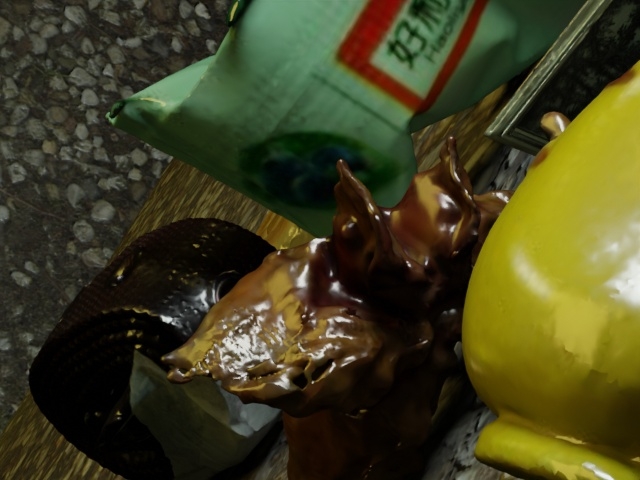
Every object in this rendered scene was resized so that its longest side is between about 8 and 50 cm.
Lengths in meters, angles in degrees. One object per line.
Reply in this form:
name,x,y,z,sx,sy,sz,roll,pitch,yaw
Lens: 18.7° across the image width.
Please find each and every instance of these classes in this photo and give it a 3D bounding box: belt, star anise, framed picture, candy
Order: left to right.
belt,-0.124,0.103,1.552,0.164,0.184,0.289,-52,6,-33
candy,0.063,-0.174,1.367,0.398,0.263,0.172,-55,17,5
star anise,0.051,0.031,1.076,0.237,0.148,0.346,-9,-24,-37
framed picture,0.183,-0.115,1.093,0.183,0.011,0.142,-52,-31,15

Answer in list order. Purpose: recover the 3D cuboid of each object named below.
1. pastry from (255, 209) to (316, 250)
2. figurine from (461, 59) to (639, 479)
pastry,0.000,0.000,1.590,0.166,0.088,0.166,-56,10,16
figurine,0.183,-0.030,0.665,0.327,0.218,0.169,-49,51,0
